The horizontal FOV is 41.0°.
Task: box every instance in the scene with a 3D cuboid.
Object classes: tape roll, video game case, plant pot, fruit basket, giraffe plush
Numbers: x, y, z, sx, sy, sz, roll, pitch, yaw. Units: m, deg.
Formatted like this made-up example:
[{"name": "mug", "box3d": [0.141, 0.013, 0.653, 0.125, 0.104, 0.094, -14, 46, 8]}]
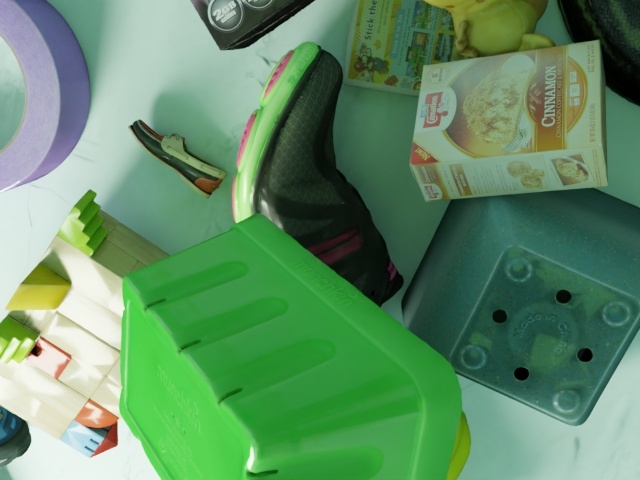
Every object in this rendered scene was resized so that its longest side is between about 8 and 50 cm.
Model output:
[{"name": "tape roll", "box3d": [-0.440, -0.196, 1.092, 0.274, 0.090, 0.275, 3, 106, 9]}, {"name": "video game case", "box3d": [0.143, -0.278, 1.000, 0.206, 0.026, 0.227, 11, 107, 7]}, {"name": "plant pot", "box3d": [0.237, 0.062, 0.953, 0.247, 0.252, 0.248, 25, 107, 4]}, {"name": "fruit basket", "box3d": [0.020, 0.157, 0.855, 0.392, 0.392, 0.283, 10, 114, 7]}, {"name": "giraffe plush", "box3d": [0.179, -0.267, 0.911, 0.210, 0.181, 0.170, -39, 117, 7]}]

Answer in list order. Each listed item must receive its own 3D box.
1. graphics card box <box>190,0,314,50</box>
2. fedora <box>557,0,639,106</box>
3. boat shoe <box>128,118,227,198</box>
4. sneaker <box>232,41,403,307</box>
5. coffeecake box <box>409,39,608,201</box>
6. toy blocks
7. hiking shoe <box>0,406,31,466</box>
[{"name": "graphics card box", "box3d": [-0.105, -0.430, 0.959, 0.233, 0.094, 0.371, -29, 96, 19]}, {"name": "fedora", "box3d": [0.359, -0.281, 0.849, 0.334, 0.152, 0.334, 12, 114, 30]}, {"name": "boat shoe", "box3d": [-0.182, -0.111, 1.089, 0.137, 0.049, 0.043, 40, 104, -4]}, {"name": "sneaker", "box3d": [0.000, 0.000, 1.037, 0.202, 0.185, 0.483, 1, 114, 0]}, {"name": "coffeecake box", "box3d": [0.195, -0.121, 0.882, 0.185, 0.142, 0.068, -4, 144, 22]}, {"name": "toy blocks", "box3d": [-0.274, 0.142, 1.118, 0.261, 0.191, 0.381, 35, 118, -9]}, {"name": "hiking shoe", "box3d": [-0.546, 0.219, 1.193, 0.304, 0.113, 0.132, 20, 123, 4]}]
